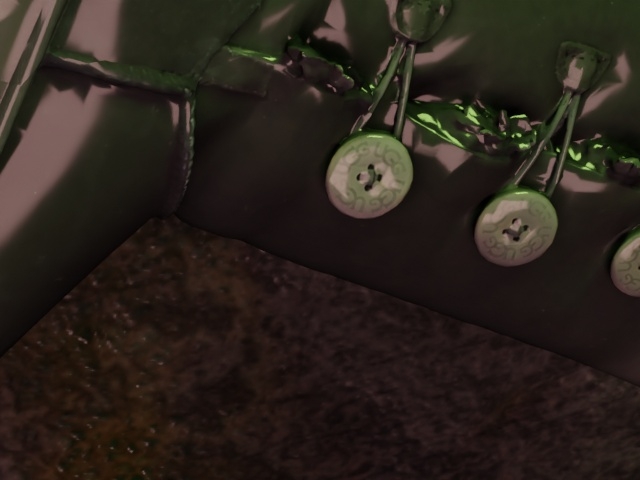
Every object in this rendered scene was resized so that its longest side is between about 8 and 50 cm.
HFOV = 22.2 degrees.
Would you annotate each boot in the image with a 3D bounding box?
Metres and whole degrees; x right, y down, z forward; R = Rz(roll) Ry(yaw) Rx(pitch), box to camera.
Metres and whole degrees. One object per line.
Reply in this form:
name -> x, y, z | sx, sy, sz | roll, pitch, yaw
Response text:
boot -> 0.001, -0.001, 0.796 | 0.445, 0.146, 0.367 | 12, 125, -30
